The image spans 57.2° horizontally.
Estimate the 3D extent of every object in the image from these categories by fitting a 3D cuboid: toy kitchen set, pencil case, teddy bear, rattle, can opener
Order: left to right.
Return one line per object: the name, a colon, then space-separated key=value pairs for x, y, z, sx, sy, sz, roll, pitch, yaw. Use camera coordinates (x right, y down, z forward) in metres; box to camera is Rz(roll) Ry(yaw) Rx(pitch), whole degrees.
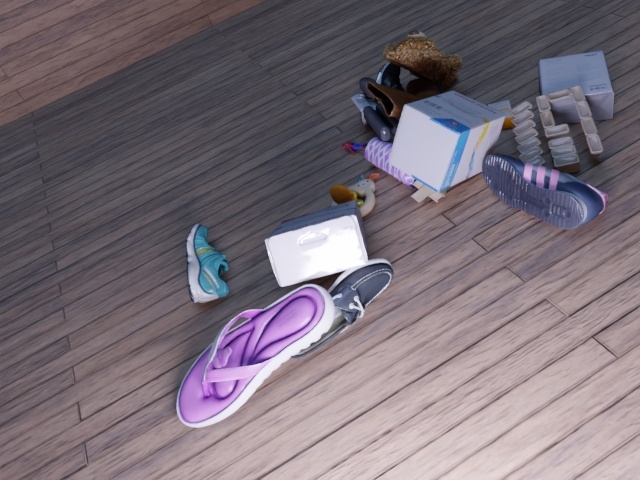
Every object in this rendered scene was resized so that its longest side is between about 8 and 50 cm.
rattle: x=0.088 y=-0.158 z=1.597 sx=0.130 sy=0.143 sz=0.200 roll=-3 pitch=46 yaw=48
can opener: x=0.163 y=-0.398 z=1.740 sx=0.075 sy=0.095 sz=0.284 roll=-14 pitch=38 yaw=-9
pencil case: x=0.213 y=-0.226 z=1.658 sx=0.088 sy=0.087 sz=0.206 roll=-4 pitch=30 yaw=-35
teddy bear: x=0.328 y=-0.577 z=1.857 sx=0.245 sy=0.337 sz=0.113 roll=33 pitch=106 yaw=39
toy kitchen set: x=0.283 y=-0.146 z=1.552 sx=0.068 sy=0.083 sz=0.075 roll=-42 pitch=17 yaw=48

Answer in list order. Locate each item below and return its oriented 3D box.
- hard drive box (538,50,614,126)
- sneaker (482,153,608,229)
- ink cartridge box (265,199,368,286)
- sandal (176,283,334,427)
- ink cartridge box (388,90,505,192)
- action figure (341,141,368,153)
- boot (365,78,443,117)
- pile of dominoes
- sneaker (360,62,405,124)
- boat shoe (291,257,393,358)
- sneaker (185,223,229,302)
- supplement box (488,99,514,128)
hard drive box: x=0.716 y=-0.432 z=1.660 sx=0.180 sy=0.089 sz=0.232 roll=-3 pitch=44 yaw=21
sneaker: x=0.533 y=-0.129 z=1.410 sx=0.131 sy=0.112 sz=0.319 roll=-19 pitch=39 yaw=-24
ink cartridge box: x=0.000 y=0.000 z=1.372 sx=0.207 sy=0.117 sz=0.283 roll=-15 pitch=9 yaw=7
sandal: x=-0.160 y=0.221 z=1.225 sx=0.416 sy=0.102 sz=0.169 roll=-40 pitch=47 yaw=5
ink cartridge box: x=0.324 y=-0.259 z=1.501 sx=0.171 sy=0.168 sz=0.232 roll=36 pitch=42 yaw=30
action figure: x=0.109 y=-0.288 z=1.813 sx=0.115 sy=0.030 sz=0.038 roll=16 pitch=47 yaw=42
boot: x=0.246 y=-0.420 z=1.738 sx=0.280 sy=0.096 sz=0.264 roll=2 pitch=46 yaw=-32
pile of dominoes: x=0.607 y=-0.280 z=1.529 sx=0.195 sy=0.040 sz=0.251 roll=-12 pitch=55 yaw=18
sneaker: x=0.237 y=-0.475 z=1.925 sx=0.124 sy=0.107 sz=0.283 roll=12 pitch=57 yaw=22
boat shoe: x=0.045 y=0.154 z=1.292 sx=0.302 sy=0.114 sz=0.091 roll=-36 pitch=40 yaw=1
sneaker: x=-0.302 y=0.062 z=1.571 sx=0.109 sy=0.107 sz=0.275 roll=-6 pitch=43 yaw=-12
supplement box: x=0.526 y=-0.363 z=1.707 sx=0.062 sy=0.036 sz=0.099 roll=-8 pitch=42 yaw=15
